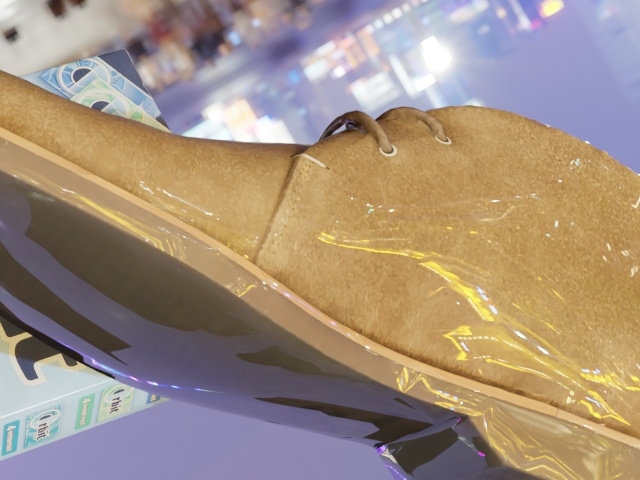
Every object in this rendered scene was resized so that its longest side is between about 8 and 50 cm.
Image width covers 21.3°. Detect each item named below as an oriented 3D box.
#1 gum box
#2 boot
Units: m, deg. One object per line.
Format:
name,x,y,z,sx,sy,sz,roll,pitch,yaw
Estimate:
gum box,-0.135,0.010,0.708,0.184,0.157,0.041,-19,152,-24
boot,0.000,0.000,0.534,0.112,0.305,0.115,-21,-131,61
